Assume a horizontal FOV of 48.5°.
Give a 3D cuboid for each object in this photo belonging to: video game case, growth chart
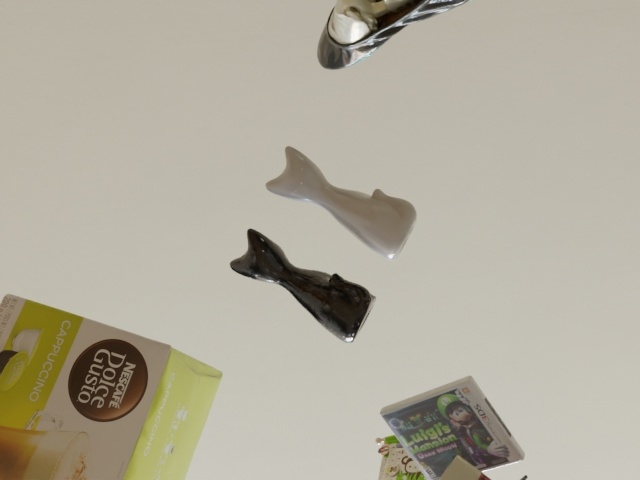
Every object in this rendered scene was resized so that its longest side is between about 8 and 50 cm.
[{"bbox_3d":[0.223,0.332,1.221,0.190,0.022,0.173,-29,-79,33],"label":"video game case"},{"bbox_3d":[0.187,0.497,1.540,0.171,0.237,0.021,-24,-67,22],"label":"growth chart"}]

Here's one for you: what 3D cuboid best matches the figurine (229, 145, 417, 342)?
[{"bbox_3d":[0.000,0.000,0.971,0.209,0.092,0.215,28,-72,8],"label":"figurine"}]

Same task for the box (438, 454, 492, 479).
[{"bbox_3d":[0.268,0.479,1.128,0.232,0.149,0.127,35,-119,20],"label":"box"}]

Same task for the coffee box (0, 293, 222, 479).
[{"bbox_3d":[-0.422,0.331,1.306,0.334,0.338,0.338,16,-106,12],"label":"coffee box"}]

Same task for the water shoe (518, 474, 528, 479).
[{"bbox_3d":[0.444,0.556,1.487,0.080,0.073,0.203,-40,-43,0],"label":"water shoe"}]

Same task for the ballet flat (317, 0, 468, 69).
[{"bbox_3d":[0.085,-0.321,0.945,0.280,0.095,0.096,-22,-24,33],"label":"ballet flat"}]
